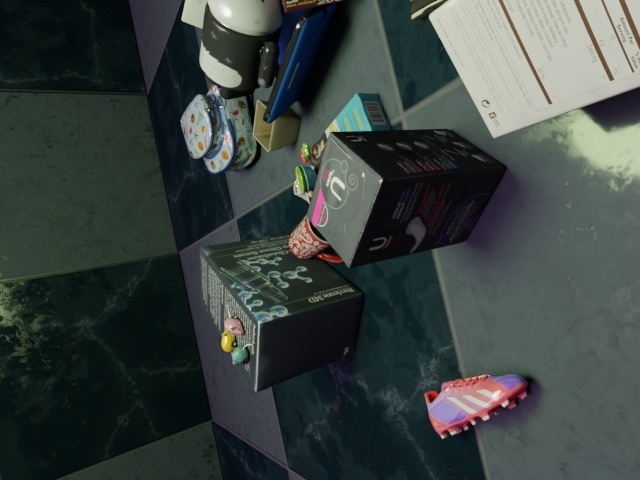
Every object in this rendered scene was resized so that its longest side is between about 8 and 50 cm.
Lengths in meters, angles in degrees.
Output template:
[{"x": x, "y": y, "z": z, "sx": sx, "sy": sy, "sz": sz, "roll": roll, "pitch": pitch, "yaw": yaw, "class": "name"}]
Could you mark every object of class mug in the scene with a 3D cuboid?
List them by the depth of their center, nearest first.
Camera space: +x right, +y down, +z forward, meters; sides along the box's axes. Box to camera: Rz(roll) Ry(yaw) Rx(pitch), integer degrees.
[{"x": -0.009, "y": -0.001, "z": 1.112, "sx": 0.169, "sy": 0.113, "sz": 0.150, "roll": -38, "pitch": 65, "yaw": 58, "class": "mug"}]

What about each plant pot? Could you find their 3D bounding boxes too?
[{"x": -0.120, "y": -0.325, "z": 1.202, "sx": 0.109, "sy": 0.096, "sz": 0.109, "roll": 49, "pitch": 137, "yaw": 38, "class": "plant pot"}]

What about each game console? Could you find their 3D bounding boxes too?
[{"x": -0.095, "y": -0.484, "z": 1.044, "sx": 0.173, "sy": 0.250, "sz": 0.293, "roll": 34, "pitch": 139, "yaw": 0, "class": "game console"}]

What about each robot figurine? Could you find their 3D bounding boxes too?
[{"x": -0.184, "y": -0.467, "z": 0.988, "sx": 0.278, "sy": 0.209, "sz": 0.173, "roll": 120, "pitch": 168, "yaw": -51, "class": "robot figurine"}]

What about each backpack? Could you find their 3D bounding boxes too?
[{"x": -0.332, "y": -0.363, "z": 1.439, "sx": 0.276, "sy": 0.213, "sz": 0.263, "roll": -26, "pitch": 88, "yaw": 54, "class": "backpack"}]

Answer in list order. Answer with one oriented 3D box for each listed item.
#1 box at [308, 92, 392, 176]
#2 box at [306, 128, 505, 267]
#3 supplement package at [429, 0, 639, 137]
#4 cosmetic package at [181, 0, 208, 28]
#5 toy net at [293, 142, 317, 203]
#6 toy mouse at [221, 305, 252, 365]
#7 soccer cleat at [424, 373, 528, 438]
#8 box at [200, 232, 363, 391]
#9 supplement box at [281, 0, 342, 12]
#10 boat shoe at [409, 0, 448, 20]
[{"x": 0.058, "y": -0.225, "z": 0.984, "sx": 0.244, "sy": 0.060, "sz": 0.100, "roll": -38, "pitch": 66, "yaw": 55, "class": "box"}, {"x": 0.137, "y": -0.079, "z": 0.703, "sx": 0.143, "sy": 0.270, "sz": 0.165, "roll": 51, "pitch": 137, "yaw": 37, "class": "box"}, {"x": 0.302, "y": -0.260, "z": 0.433, "sx": 0.175, "sy": 0.177, "sz": 0.293, "roll": 56, "pitch": 150, "yaw": -14, "class": "supplement package"}, {"x": -0.256, "y": -0.738, "z": 1.135, "sx": 0.197, "sy": 0.155, "sz": 0.365, "roll": -50, "pitch": 37, "yaw": 47, "class": "cosmetic package"}, {"x": -0.050, "y": -0.163, "z": 1.109, "sx": 0.232, "sy": 0.045, "sz": 0.122, "roll": 132, "pitch": 122, "yaw": -78, "class": "toy net"}, {"x": -0.201, "y": 0.237, "z": 0.998, "sx": 0.143, "sy": 0.031, "sz": 0.160, "roll": 3, "pitch": 101, "yaw": 57, "class": "toy mouse"}, {"x": 0.272, "y": 0.286, "z": 0.781, "sx": 0.095, "sy": 0.083, "sz": 0.248, "roll": 65, "pitch": 148, "yaw": 30, "class": "soccer cleat"}, {"x": -0.126, "y": 0.166, "z": 1.167, "sx": 0.395, "sy": 0.294, "sz": 0.211, "roll": 37, "pitch": 129, "yaw": 47, "class": "box"}, {"x": -0.039, "y": -0.591, "z": 0.909, "sx": 0.073, "sy": 0.130, "sz": 0.239, "roll": 81, "pitch": 175, "yaw": -55, "class": "supplement box"}, {"x": 0.200, "y": -0.414, "z": 0.717, "sx": 0.133, "sy": 0.049, "sz": 0.042, "roll": 14, "pitch": 118, "yaw": 60, "class": "boat shoe"}]
